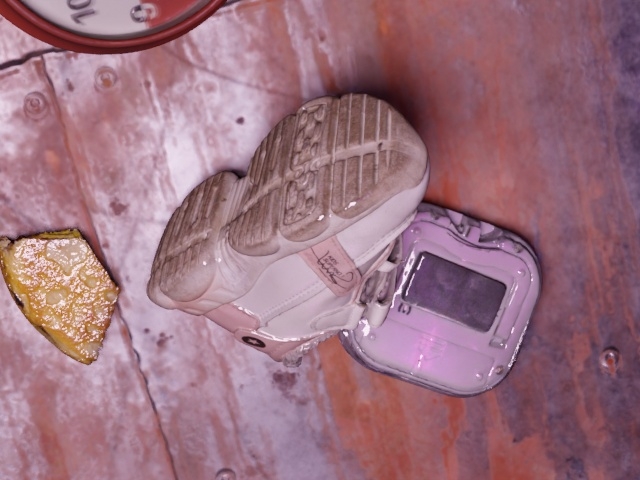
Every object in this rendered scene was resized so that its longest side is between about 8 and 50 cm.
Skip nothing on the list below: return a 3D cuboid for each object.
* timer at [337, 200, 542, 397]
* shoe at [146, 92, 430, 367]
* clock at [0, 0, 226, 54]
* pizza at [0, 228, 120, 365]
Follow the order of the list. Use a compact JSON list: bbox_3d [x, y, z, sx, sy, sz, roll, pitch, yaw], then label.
[{"bbox_3d":[0.128,0.064,1.420,0.208,0.069,0.191,18,95,-12],"label":"timer"},{"bbox_3d":[0.001,-0.003,1.290,0.198,0.351,0.172,35,52,-27],"label":"shoe"},{"bbox_3d":[-0.200,-0.335,1.264,0.318,0.080,0.318,-9,114,-21],"label":"clock"},{"bbox_3d":[-0.263,0.050,1.363,0.099,0.036,0.160,-35,105,-1],"label":"pizza"}]
